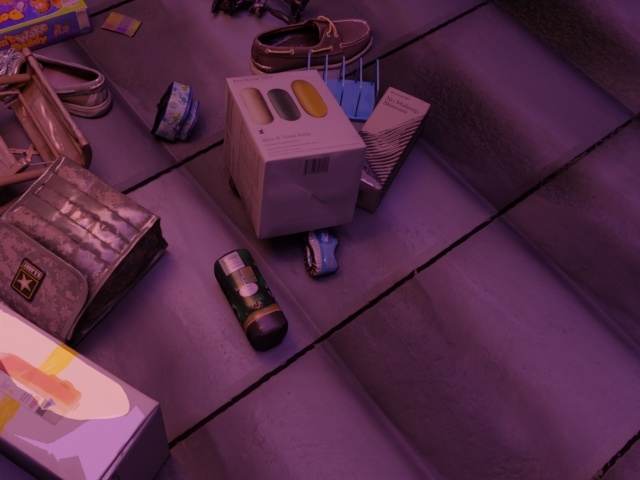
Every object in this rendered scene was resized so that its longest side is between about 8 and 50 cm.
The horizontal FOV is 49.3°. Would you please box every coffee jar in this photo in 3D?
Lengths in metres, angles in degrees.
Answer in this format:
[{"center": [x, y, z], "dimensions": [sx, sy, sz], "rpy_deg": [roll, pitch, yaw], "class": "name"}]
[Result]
[{"center": [-0.129, 0.112, 1.305], "dimensions": [0.079, 0.096, 0.184], "rpy_deg": [-24, 65, -16], "class": "coffee jar"}]

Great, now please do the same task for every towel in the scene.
[{"center": [-0.484, -0.526, 1.697], "dimensions": [0.083, 0.009, 0.060], "rpy_deg": [17, 58, 3], "class": "towel"}]

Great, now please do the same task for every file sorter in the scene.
[{"center": [0.047, -0.355, 1.601], "dimensions": [0.170, 0.104, 0.118], "rpy_deg": [5, 59, -4], "class": "file sorter"}]

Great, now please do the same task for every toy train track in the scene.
[{"center": [-0.633, -0.191, 1.476], "dimensions": [0.083, 0.014, 0.048], "rpy_deg": [4, 59, -4], "class": "toy train track"}]

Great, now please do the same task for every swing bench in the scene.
[{"center": [-0.623, -0.203, 1.382], "dimensions": [0.254, 0.165, 0.253], "rpy_deg": [-28, 75, -24], "class": "swing bench"}]

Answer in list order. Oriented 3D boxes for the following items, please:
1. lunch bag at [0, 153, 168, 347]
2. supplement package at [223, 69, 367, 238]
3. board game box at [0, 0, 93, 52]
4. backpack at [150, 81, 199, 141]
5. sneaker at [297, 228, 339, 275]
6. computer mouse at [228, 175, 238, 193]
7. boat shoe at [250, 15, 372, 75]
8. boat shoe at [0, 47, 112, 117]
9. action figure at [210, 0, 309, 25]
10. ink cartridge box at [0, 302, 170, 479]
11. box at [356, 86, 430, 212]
[{"center": [-0.467, 0.027, 1.280], "dimensions": [0.235, 0.169, 0.287], "rpy_deg": [33, 69, 9], "class": "lunch bag"}, {"center": [-0.062, -0.175, 1.371], "dimensions": [0.199, 0.198, 0.263], "rpy_deg": [-10, 48, -19], "class": "supplement package"}, {"center": [-0.748, -0.539, 1.634], "dimensions": [0.347, 0.078, 0.233], "rpy_deg": [-26, 65, -21], "class": "board game box"}, {"center": [-0.308, -0.281, 1.509], "dimensions": [0.084, 0.114, 0.105], "rpy_deg": [16, 55, -20], "class": "backpack"}, {"center": [0.000, 0.000, 1.420], "dimensions": [0.073, 0.063, 0.162], "rpy_deg": [5, 60, -26], "class": "sneaker"}, {"center": [-0.080, -0.136, 1.499], "dimensions": [0.241, 0.041, 0.071], "rpy_deg": [-10, 48, -19], "class": "computer mouse"}, {"center": [-0.014, -0.478, 1.671], "dimensions": [0.324, 0.097, 0.117], "rpy_deg": [-18, 63, -17], "class": "boat shoe"}, {"center": [-0.617, -0.361, 1.527], "dimensions": [0.320, 0.103, 0.118], "rpy_deg": [17, 59, 4], "class": "boat shoe"}, {"center": [-0.168, -0.617, 1.714], "dimensions": [0.275, 0.141, 0.164], "rpy_deg": [21, 63, 3], "class": "action figure"}, {"center": [-0.435, 0.258, 1.076], "dimensions": [0.384, 0.279, 0.160], "rpy_deg": [30, 59, 10], "class": "ink cartridge box"}, {"center": [0.133, -0.201, 1.524], "dimensions": [0.113, 0.094, 0.275], "rpy_deg": [25, 60, 10], "class": "box"}]
